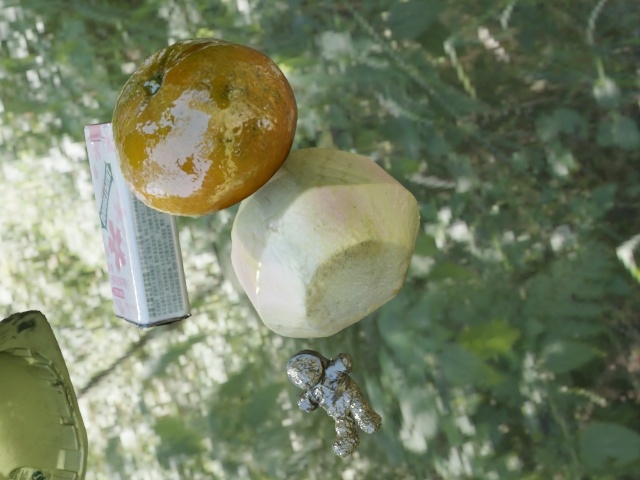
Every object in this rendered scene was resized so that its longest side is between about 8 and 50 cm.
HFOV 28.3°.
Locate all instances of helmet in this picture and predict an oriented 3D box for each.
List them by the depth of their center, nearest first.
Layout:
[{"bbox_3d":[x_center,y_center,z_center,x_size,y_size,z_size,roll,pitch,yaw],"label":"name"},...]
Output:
[{"bbox_3d":[-0.337,0.186,1.217,0.204,0.137,0.257,-50,-41,-53],"label":"helmet"}]

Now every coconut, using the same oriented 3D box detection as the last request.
[{"bbox_3d":[0.000,0.000,1.649,0.259,0.259,0.259,166,90,-75],"label":"coconut"}]

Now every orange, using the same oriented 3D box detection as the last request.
[{"bbox_3d":[-0.146,-0.143,1.537,0.171,0.240,0.240,47,-171,-44],"label":"orange"}]

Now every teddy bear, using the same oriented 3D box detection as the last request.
[{"bbox_3d":[0.023,0.218,1.808,0.160,0.078,0.119,50,122,9],"label":"teddy bear"}]

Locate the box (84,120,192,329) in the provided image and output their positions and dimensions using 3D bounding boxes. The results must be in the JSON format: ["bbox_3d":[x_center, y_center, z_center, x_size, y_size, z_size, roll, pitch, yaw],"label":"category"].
[{"bbox_3d":[-0.321,-0.032,2.244,0.190,0.112,0.369,-168,67,-65],"label":"box"}]
